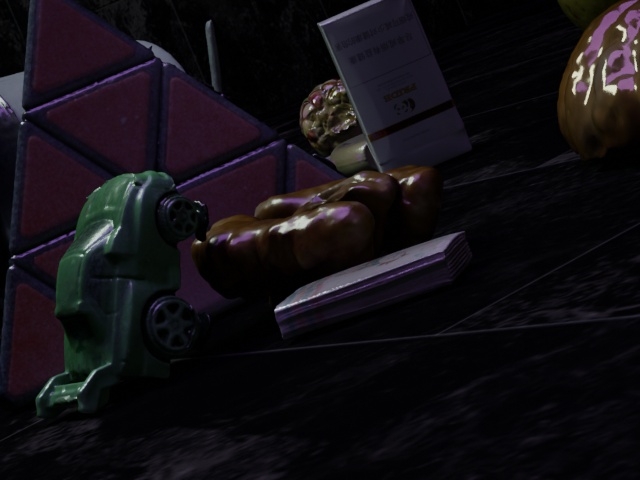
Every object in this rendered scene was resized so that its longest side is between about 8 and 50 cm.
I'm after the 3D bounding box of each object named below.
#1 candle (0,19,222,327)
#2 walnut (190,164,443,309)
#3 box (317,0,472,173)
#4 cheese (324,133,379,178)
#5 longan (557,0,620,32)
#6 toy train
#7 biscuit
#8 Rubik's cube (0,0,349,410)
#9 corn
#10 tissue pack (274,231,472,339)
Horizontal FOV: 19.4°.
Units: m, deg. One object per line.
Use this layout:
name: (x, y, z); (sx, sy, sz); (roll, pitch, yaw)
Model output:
candle: (-0.216, -0.058, 1.691); (0.342, 0.221, 0.221); (-18, 3, -31)
walnut: (0.000, 0.000, 1.163); (0.143, 0.069, 0.170); (-27, 10, -33)
box: (0.065, -0.134, 1.632); (0.084, 0.154, 0.040); (-23, 11, -2)
cheese: (0.037, -0.083, 1.834); (0.097, 0.037, 0.192); (-24, 6, -24)
longan: (0.305, -0.267, 1.866); (0.154, 0.176, 0.145); (23, -78, -50)
toy train: (-0.124, 0.033, 1.134); (0.081, 0.149, 0.099); (4, -10, -35)
biscuit: (0.303, -0.150, 1.229); (0.325, 0.107, 0.326); (-24, 4, 2)
Rubik's cube: (-0.127, -0.010, 1.344); (0.233, 0.228, 0.229); (-57, 44, 14)
corn: (0.022, -0.135, 2.121); (0.092, 0.092, 0.280); (-23, 2, 1)
tissue pack: (0.030, 0.025, 1.055); (0.108, 0.023, 0.056); (-20, 7, 19)
